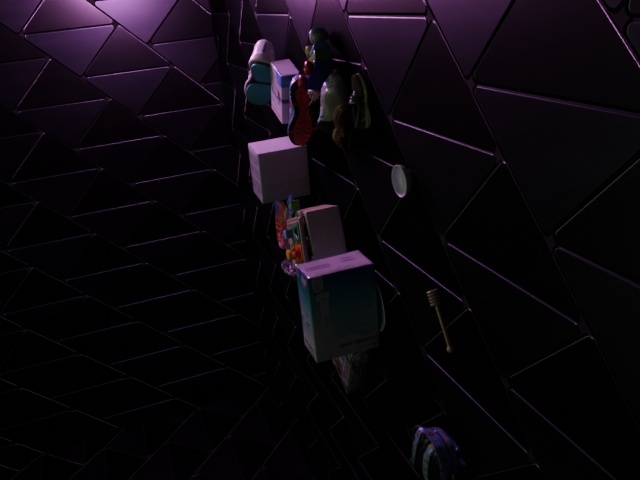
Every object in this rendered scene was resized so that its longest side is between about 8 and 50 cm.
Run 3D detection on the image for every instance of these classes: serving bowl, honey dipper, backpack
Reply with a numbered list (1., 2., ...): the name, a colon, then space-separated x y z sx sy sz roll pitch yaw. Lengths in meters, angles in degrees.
1. serving bowl: 0.209 -0.152 1.592 0.083 0.027 0.083 167 90 -74
2. honey dipper: 0.301 0.200 1.565 0.030 0.031 0.160 153 99 -73
3. backpack: 0.307 0.563 1.656 0.158 0.117 0.173 -129 30 -57

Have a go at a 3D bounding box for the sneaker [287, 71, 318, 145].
1. sneaker: -0.060 -0.455 2.186 0.125 0.104 0.261 -96 9 -52

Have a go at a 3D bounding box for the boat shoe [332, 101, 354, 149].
1. boat shoe: 0.074 -0.334 1.854 0.178 0.064 0.060 94 152 -61

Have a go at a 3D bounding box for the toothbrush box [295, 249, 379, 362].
1. toothbrush box: 0.055 0.204 1.960 0.126 0.216 0.295 -136 35 -63

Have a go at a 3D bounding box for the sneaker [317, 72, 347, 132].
1. sneaker: 0.038 -0.407 1.903 0.237 0.085 0.086 104 176 -63

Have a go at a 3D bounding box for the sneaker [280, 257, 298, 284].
1. sneaker: -0.050 0.163 2.456 0.286 0.109 0.130 36 149 37

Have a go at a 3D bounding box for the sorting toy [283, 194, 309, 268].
1. sorting toy: -0.091 0.012 2.219 0.196 0.047 0.347 168 94 -74

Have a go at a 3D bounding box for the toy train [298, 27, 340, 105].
1. toy train: -0.022 -0.536 1.957 0.248 0.105 0.143 136 130 -71

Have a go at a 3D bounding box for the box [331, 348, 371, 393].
1. box: 0.095 0.367 2.282 0.307 0.077 0.242 93 157 -44

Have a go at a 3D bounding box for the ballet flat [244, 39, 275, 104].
1. ballet flat: -0.224 -0.663 2.490 0.400 0.139 0.139 126 129 -78

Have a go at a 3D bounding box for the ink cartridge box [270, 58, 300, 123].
1. ink cartridge box: -0.126 -0.545 2.315 0.139 0.082 0.190 -121 26 -47

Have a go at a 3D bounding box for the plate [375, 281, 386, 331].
1. plate: 0.172 0.193 1.989 0.188 0.024 0.188 168 90 -73

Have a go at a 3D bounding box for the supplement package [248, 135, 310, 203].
1. supplement package: -0.159 -0.275 2.425 0.149 0.194 0.203 -131 33 -57

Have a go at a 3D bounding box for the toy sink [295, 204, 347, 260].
1. toy sink: 0.000 0.000 2.220 0.153 0.131 0.234 -163 61 -72

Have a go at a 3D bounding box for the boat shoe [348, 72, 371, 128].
1. boat shoe: 0.103 -0.381 1.732 0.056 0.049 0.152 170 87 -74

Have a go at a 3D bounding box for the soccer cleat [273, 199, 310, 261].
1. soccer cleat: -0.130 -0.034 2.525 0.318 0.116 0.108 66 171 -23
